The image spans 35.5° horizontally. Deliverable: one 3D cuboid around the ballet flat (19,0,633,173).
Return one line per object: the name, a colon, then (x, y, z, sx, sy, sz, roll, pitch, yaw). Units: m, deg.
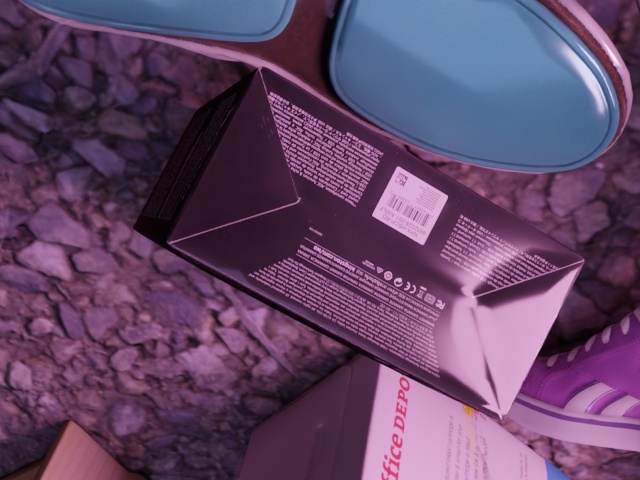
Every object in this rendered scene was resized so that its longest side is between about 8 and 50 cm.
ballet flat: (0.003, -0.157, 0.624, 0.400, 0.139, 0.139, 16, 128, -8)

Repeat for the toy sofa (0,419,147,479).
toy sofa: (-0.345, 0.350, 1.056, 0.362, 0.150, 0.177, -28, 115, 27)

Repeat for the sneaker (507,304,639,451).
sneaker: (0.249, 0.076, 0.760, 0.282, 0.102, 0.161, 0, 97, 51)

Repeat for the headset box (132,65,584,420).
headset box: (0.000, 0.000, 0.670, 0.218, 0.293, 0.110, 29, 85, -14)

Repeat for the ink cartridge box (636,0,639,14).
ink cartridge box: (0.182, -0.234, 0.511, 0.092, 0.160, 0.219, -15, 124, 20)

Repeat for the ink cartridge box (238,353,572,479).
ink cartridge box: (0.078, 0.267, 0.890, 0.270, 0.198, 0.197, 39, 125, -18)
